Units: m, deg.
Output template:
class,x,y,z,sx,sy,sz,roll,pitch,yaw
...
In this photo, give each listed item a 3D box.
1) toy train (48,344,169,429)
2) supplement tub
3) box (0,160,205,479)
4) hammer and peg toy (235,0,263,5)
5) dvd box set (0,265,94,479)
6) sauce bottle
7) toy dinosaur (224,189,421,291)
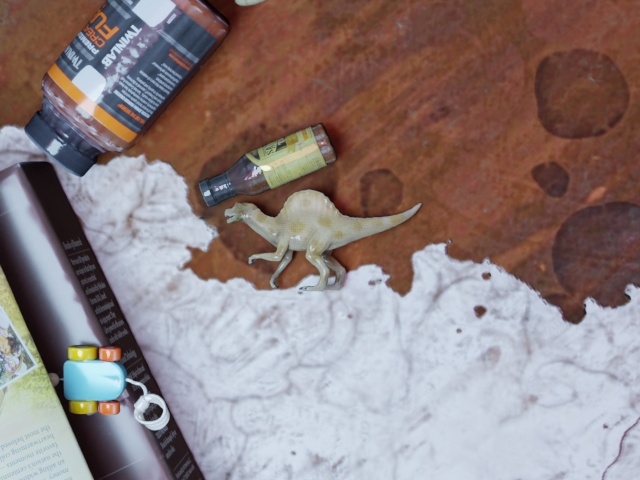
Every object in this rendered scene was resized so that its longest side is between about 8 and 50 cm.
class,x,y,z,sx,sy,sz,roll,pitch,yaw
toy train,-0.213,0.162,1.619,0.166,0.046,0.125,-39,91,7
supplement tub,-0.179,-0.153,1.704,0.106,0.106,0.198,41,94,1
box,-0.257,0.136,1.708,0.191,0.143,0.381,-27,89,4
hammer and peg toy,-0.037,-0.290,1.613,0.361,0.266,0.127,-16,110,3
dvd box set,-0.346,0.180,1.494,0.307,0.062,0.420,-23,88,-31
sauce bottle,-0.049,-0.067,1.732,0.128,0.042,0.042,-23,91,2
toy dinosaur,0.000,0.000,1.727,0.183,0.053,0.093,2,92,3
